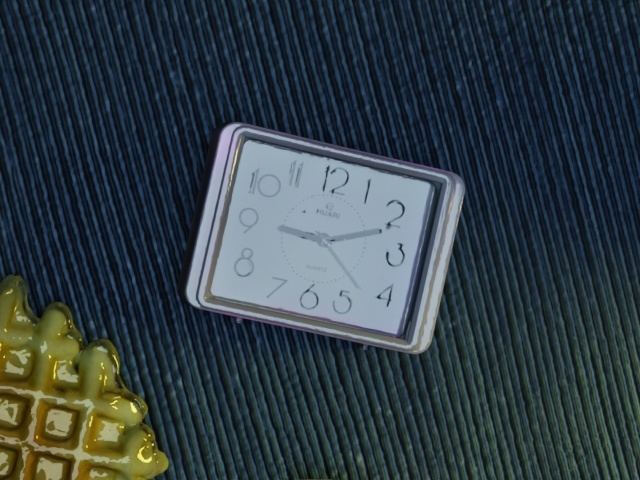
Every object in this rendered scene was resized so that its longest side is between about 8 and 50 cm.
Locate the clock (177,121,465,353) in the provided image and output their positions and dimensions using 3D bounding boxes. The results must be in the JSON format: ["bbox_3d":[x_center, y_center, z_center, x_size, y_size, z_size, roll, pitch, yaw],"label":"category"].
[{"bbox_3d":[0.000,0.000,1.166,0.197,0.063,0.150,13,89,-10],"label":"clock"}]

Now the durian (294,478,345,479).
[{"bbox_3d":[0.067,0.258,1.185,0.224,0.078,0.140,44,98,2],"label":"durian"}]

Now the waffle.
[{"bbox_3d":[-0.247,0.169,1.137,0.250,0.056,0.261,-35,92,-6],"label":"waffle"}]
